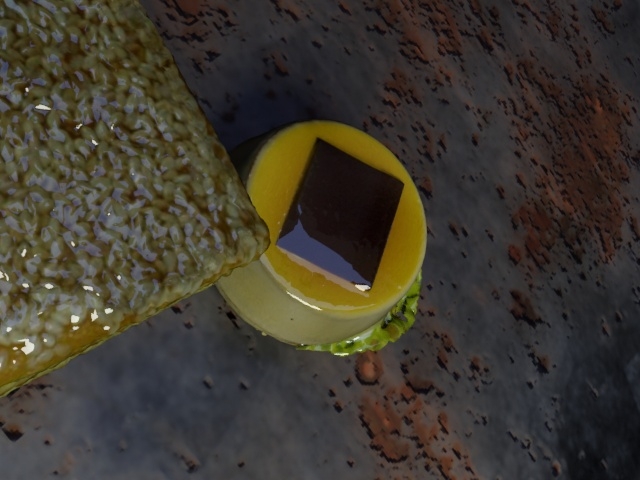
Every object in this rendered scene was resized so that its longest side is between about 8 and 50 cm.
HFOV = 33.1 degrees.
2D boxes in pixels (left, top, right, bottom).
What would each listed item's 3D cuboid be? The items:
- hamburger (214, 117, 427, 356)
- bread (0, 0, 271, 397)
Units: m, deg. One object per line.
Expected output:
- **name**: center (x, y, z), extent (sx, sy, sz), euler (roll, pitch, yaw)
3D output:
- **hamburger**: center (0.000, 0.000, 0.595), extent (0.141, 0.081, 0.127), euler (12, 67, -23)
- **bread**: center (-0.155, -0.052, 0.471), extent (0.184, 0.110, 0.234), euler (-30, 94, -37)
